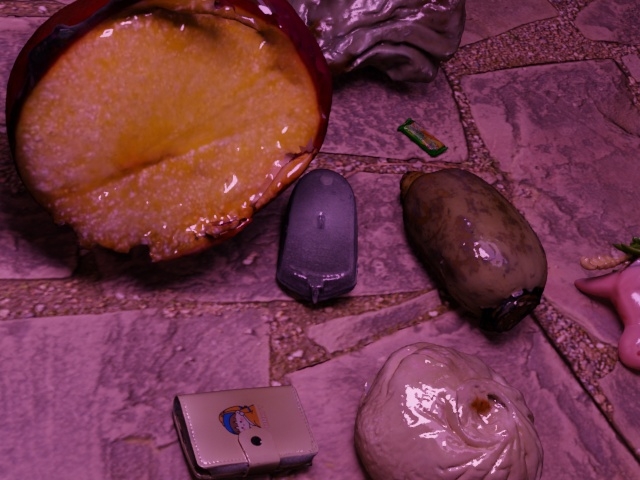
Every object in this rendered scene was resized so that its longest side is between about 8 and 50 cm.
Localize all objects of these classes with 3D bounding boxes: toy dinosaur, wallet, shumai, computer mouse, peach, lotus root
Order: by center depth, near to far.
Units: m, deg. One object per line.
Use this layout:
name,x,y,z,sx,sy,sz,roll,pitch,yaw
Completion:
wallet,-0.087,0.224,1.147,0.155,0.039,0.110,0,47,-30
peach,-0.198,-0.165,1.247,0.416,0.353,0.339,-33,115,-51
computer mouse,0.000,0.002,1.384,0.113,0.068,0.228,6,57,0
lotus root,0.214,-0.009,1.454,0.173,0.173,0.309,-7,48,-34
toy dinosaur,0.488,0.102,1.544,0.194,0.152,0.177,37,81,20
shumai,0.062,-0.385,1.636,0.309,0.304,0.263,42,55,20

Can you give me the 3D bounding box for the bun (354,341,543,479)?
bun,0.163,0.222,1.207,0.244,0.153,0.243,19,40,-17

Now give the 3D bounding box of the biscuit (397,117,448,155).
biscuit,0.174,-0.176,1.683,0.089,0.016,0.046,41,43,12
